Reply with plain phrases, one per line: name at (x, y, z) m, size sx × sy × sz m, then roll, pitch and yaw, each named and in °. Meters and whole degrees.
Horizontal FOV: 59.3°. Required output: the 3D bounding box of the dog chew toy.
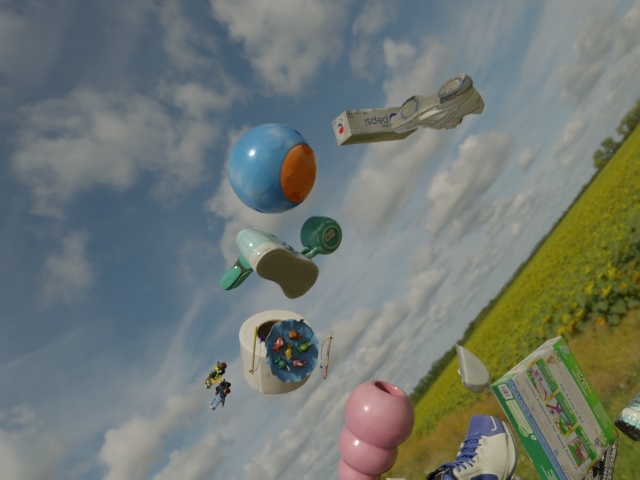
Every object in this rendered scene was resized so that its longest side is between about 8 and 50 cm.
dog chew toy at (0.147, 0.585, 1.650) m, size 0.206 × 0.206 × 0.332 m, roll 3°, pitch -74°, yaw -69°

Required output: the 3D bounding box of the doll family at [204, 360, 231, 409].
doll family at (-0.374, 0.533, 2.087) m, size 0.111 × 0.193 × 0.076 m, roll -43°, pitch -35°, yaw 23°

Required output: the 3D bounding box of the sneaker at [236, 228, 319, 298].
sneaker at (-0.119, 0.053, 1.626) m, size 0.135 × 0.150 × 0.366 m, roll -42°, pitch -29°, yaw -1°

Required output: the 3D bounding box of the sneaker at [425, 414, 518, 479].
sneaker at (0.353, 0.545, 1.326) m, size 0.127 × 0.182 × 0.316 m, roll -38°, pitch 26°, yaw 46°

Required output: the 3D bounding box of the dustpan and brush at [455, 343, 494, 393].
dustpan and brush at (0.487, 0.422, 1.722) m, size 0.060 × 0.211 × 0.147 m, roll -53°, pitch 18°, yaw 34°

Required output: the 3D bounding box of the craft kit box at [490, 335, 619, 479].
craft kit box at (0.513, 0.369, 1.220) m, size 0.246 × 0.250 × 0.061 m, roll -20°, pitch -11°, yaw -35°

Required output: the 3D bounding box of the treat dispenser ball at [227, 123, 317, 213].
treat dispenser ball at (-0.153, -0.229, 1.808) m, size 0.288 × 0.288 × 0.288 m, roll -45°, pitch -19°, yaw -20°

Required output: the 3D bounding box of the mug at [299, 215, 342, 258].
mug at (0.008, -0.003, 1.905) m, size 0.129 × 0.097 × 0.158 m, roll 10°, pitch -90°, yaw -38°

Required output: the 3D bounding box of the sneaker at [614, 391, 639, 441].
sneaker at (0.848, 0.474, 1.379) m, size 0.122 × 0.283 × 0.110 m, roll -53°, pitch 24°, yaw -11°

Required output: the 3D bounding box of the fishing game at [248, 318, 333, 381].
fishing game at (-0.077, 0.322, 1.654) m, size 0.041 × 0.263 × 0.189 m, roll -16°, pitch 62°, yaw 58°

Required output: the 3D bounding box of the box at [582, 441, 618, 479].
box at (0.986, 0.808, 2.081) m, size 0.045 × 0.184 × 0.191 m, roll 78°, pitch -148°, yaw -65°

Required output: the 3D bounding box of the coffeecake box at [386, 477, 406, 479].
coffeecake box at (0.269, 0.858, 1.785) m, size 0.185 × 0.068 × 0.143 m, roll 169°, pitch 107°, yaw -74°

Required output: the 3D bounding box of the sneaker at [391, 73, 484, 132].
sneaker at (0.329, -0.359, 1.609) m, size 0.297 × 0.129 × 0.111 m, roll -12°, pitch 50°, yaw 48°

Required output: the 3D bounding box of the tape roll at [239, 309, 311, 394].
tape roll at (-0.149, 0.373, 1.910) m, size 0.246 × 0.246 × 0.169 m, roll -34°, pitch -45°, yaw -44°

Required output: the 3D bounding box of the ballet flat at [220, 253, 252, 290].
ballet flat at (-0.297, 0.102, 2.226) m, size 0.247 × 0.083 × 0.087 m, roll -45°, pitch -13°, yaw 11°

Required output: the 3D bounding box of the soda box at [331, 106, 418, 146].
soda box at (0.187, -0.389, 1.910) m, size 0.286 × 0.091 × 0.098 m, roll -11°, pitch -8°, yaw -30°
